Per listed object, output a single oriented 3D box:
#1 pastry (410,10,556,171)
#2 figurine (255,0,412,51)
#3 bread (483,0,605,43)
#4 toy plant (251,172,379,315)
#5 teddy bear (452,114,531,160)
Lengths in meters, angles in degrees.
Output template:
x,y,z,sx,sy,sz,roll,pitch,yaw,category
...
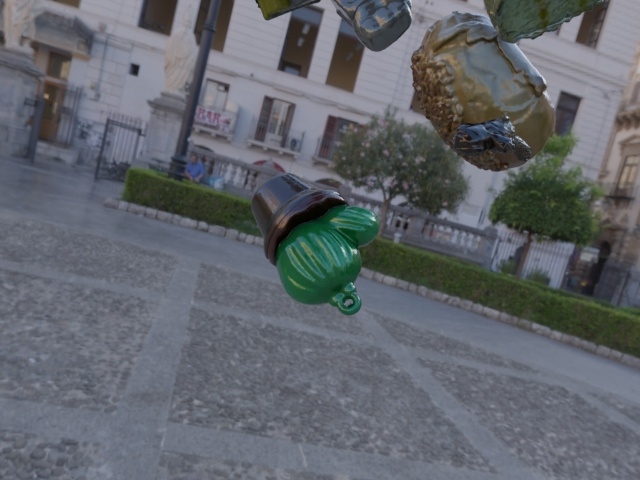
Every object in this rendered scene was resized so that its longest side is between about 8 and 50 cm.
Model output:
x,y,z,sx,sy,sz,roll,pitch,yaw,category
0.379,-0.349,1.145,0.409,0.245,0.409,45,23,-25,pastry
0.061,-0.377,0.523,0.285,0.342,0.167,7,15,42,figurine
0.183,-0.233,0.339,0.156,0.110,0.103,-25,-26,19,bread
0.000,0.000,0.573,0.200,0.143,0.105,48,-12,25,toy plant
0.305,-0.185,0.836,0.160,0.078,0.119,-6,30,-35,teddy bear
